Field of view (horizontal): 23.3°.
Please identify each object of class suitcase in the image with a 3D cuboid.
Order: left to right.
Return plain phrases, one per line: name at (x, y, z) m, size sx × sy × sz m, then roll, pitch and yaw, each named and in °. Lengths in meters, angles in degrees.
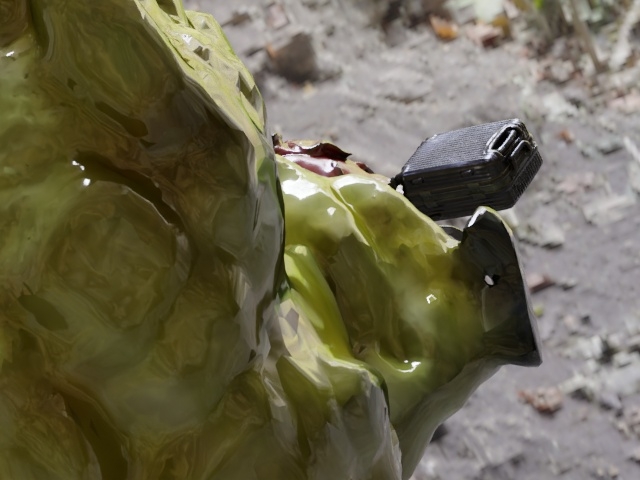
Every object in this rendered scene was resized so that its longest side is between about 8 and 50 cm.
suitcase at (0.131, -0.060, 1.381) m, size 0.126 × 0.059 × 0.086 m, roll -9°, pitch 31°, yaw 41°

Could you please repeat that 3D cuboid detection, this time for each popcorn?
popcorn at (-0.092, 0.030, 0.514) m, size 0.237 × 0.293 × 0.293 m, roll -18°, pitch 39°, yaw 24°

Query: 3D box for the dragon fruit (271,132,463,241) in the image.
dragon fruit at (0.000, 0.000, 1.480) m, size 0.274 × 0.192 × 0.193 m, roll 31°, pitch 51°, yaw 2°
